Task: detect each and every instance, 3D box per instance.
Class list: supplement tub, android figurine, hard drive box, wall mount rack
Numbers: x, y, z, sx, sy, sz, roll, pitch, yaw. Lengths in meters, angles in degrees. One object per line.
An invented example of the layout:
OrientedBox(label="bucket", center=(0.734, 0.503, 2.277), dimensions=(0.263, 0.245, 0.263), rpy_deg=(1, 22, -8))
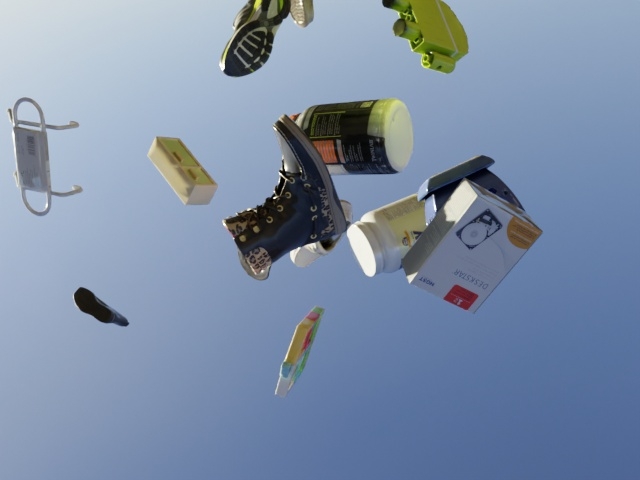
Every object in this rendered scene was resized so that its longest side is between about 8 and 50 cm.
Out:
OrientedBox(label="supplement tub", center=(0.286, -0.021, 2.267), dimensions=(0.325, 0.235, 0.235), rpy_deg=(-23, -148, -18))
OrientedBox(label="android figurine", center=(0.266, -0.520, 1.521), dimensions=(0.273, 0.248, 0.056), rpy_deg=(-1, 156, -43))
OrientedBox(label="supplement tub", center=(0.073, -0.287, 1.762), dimensions=(0.338, 0.207, 0.207), rpy_deg=(3, -150, 31))
OrientedBox(label="hard drive box", center=(0.312, 0.015, 1.305), dimensions=(0.181, 0.232, 0.089), rpy_deg=(25, -155, -20))
OrientedBox(label="wall mount rack", center=(-0.857, -0.261, 1.865), dimensions=(0.304, 0.350, 0.130), rpy_deg=(13, -159, 20))

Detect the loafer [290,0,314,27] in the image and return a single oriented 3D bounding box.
OrientedBox(label="loafer", center=(-0.057, -0.820, 1.997), dimensions=(0.092, 0.268, 0.102), rpy_deg=(-14, -174, -31))

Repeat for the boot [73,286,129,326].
OrientedBox(label="boot", center=(-0.808, 0.255, 2.300), dimensions=(0.198, 0.137, 0.077), rpy_deg=(37, -96, 23))

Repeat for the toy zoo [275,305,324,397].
OrientedBox(label="toy zoo", center=(-0.055, 0.293, 1.655), dimensions=(0.030, 0.192, 0.293), rpy_deg=(20, -172, 8))

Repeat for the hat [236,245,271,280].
OrientedBox(label="hat", center=(-0.237, 0.016, 2.656), dimensions=(0.134, 0.331, 0.331), rpy_deg=(-11, -153, -32))

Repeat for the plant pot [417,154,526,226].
OrientedBox(label="plant pot", center=(0.406, -0.101, 1.761), dimensions=(0.236, 0.212, 0.236), rpy_deg=(-25, 177, 0))

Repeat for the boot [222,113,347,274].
OrientedBox(label="boot", center=(-0.111, -0.098, 1.555), dimensions=(0.284, 0.377, 0.138), rpy_deg=(-31, -136, -6))

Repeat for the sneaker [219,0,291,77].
OrientedBox(label="sneaker", center=(-0.182, -0.536, 1.622), dimensions=(0.121, 0.111, 0.300), rpy_deg=(-2, -126, 47))

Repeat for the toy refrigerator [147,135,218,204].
OrientedBox(label="toy refrigerator", center=(-0.469, -0.242, 2.122), dimensions=(0.102, 0.094, 0.269), rpy_deg=(-5, -134, -49))

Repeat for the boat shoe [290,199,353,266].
OrientedBox(label="boat shoe", center=(0.000, 0.000, 1.841), dimensions=(0.098, 0.277, 0.096), rpy_deg=(19, -141, -27))
